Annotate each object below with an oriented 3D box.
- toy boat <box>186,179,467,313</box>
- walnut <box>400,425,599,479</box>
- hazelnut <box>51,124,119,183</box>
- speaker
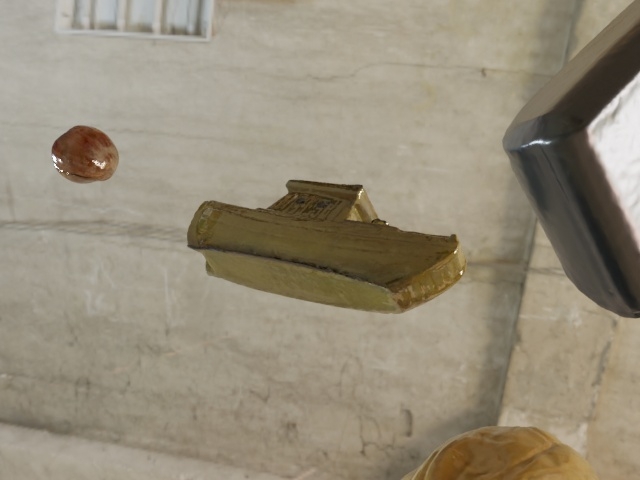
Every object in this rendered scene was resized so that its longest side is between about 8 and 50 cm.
[{"bbox_3d":[0.000,0.000,0.779,0.321,0.089,0.121,7,-130,37],"label":"toy boat"},{"bbox_3d":[0.115,0.214,0.523,0.159,0.159,0.206,21,-155,31],"label":"walnut"},{"bbox_3d":[-0.302,-0.107,0.979,0.086,0.086,0.086,3,-153,-1],"label":"hazelnut"},{"bbox_3d":[0.278,-0.131,0.630,0.388,0.180,0.184,-43,-155,-21],"label":"speaker"}]
